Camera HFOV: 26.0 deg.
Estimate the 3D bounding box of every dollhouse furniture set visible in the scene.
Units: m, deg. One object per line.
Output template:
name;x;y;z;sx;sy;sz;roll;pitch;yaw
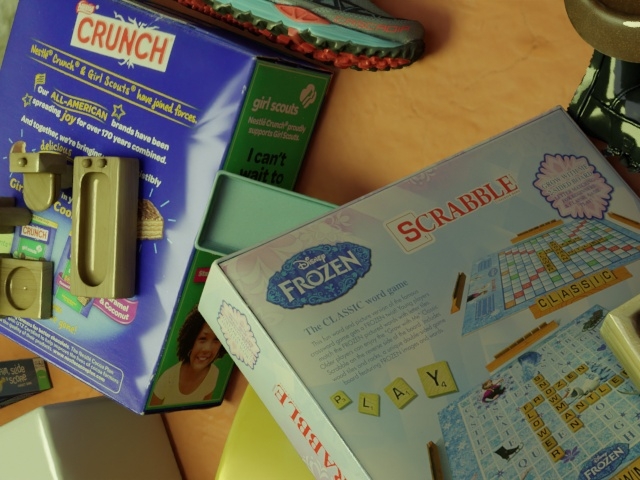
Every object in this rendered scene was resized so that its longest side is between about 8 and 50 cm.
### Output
dollhouse furniture set;-0.246;0.000;1.116;0.151;0.123;0.144;4;92;34

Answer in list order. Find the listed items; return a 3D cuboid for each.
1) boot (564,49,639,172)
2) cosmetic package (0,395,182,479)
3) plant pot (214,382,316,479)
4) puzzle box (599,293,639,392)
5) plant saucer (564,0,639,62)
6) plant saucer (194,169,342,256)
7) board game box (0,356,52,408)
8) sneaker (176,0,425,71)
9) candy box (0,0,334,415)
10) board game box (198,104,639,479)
boot;0.241;-0.107;1.008;0.099;0.045;0.121;35;115;29
cosmetic package;-0.203;0.384;1.212;0.230;0.161;0.453;-26;77;29
plant pot;0.069;0.202;1.011;0.239;0.254;0.254;13;97;16
puzzle box;0.396;0.147;0.834;0.272;0.052;0.409;-31;72;-6
plant saucer;0.246;-0.204;0.975;0.168;0.029;0.168;-16;57;26
plant saucer;0.000;0.000;1.108;0.192;0.018;0.067;17;102;-9
board game box;-0.369;0.151;1.289;0.136;0.201;0.035;-22;79;29
sneaker;-0.026;-0.225;1.127;0.262;0.104;0.125;24;94;16
candy box;-0.169;-0.048;1.214;0.268;0.122;0.317;26;104;30
board game box;0.136;0.090;0.925;0.318;0.319;0.066;54;148;20
